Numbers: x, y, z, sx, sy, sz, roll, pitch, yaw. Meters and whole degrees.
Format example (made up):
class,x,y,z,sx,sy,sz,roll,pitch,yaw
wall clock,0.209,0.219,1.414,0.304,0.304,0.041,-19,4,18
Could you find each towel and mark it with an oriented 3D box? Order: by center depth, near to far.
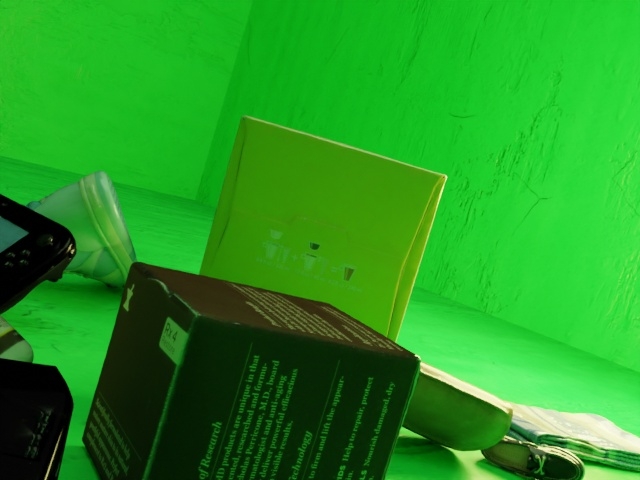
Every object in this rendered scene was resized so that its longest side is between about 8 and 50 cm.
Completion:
class,x,y,z,sx,sy,sz,roll,pitch,yaw
towel,0.371,0.287,1.322,0.285,0.034,0.209,15,4,-24

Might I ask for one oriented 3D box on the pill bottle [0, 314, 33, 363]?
class,x,y,z,sx,sy,sz,roll,pitch,yaw
pill bottle,-0.317,0.048,0.612,0.215,0.117,0.117,44,4,-2

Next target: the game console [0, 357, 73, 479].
class,x,y,z,sx,sy,sz,roll,pitch,yaw
game console,-0.321,0.114,0.441,0.361,0.044,0.213,9,25,-8

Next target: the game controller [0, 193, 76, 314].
class,x,y,z,sx,sy,sz,roll,pitch,yaw
game controller,-0.453,0.002,1.107,0.319,0.067,0.166,21,41,36

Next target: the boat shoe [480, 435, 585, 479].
class,x,y,z,sx,sy,sz,roll,pitch,yaw
boat shoe,0.254,0.265,1.053,0.125,0.046,0.038,16,3,29

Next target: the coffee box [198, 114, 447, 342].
class,x,y,z,sx,sy,sz,roll,pitch,yaw
coffee box,0.000,0.000,1.504,0.337,0.338,0.334,17,5,2

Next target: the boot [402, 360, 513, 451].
class,x,y,z,sx,sy,sz,roll,pitch,yaw
boot,0.055,0.183,1.056,0.269,0.089,0.236,28,-23,-22

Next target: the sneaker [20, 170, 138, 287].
class,x,y,z,sx,sy,sz,roll,pitch,yaw
sneaker,-0.391,0.012,1.314,0.208,0.127,0.319,-19,-21,-12

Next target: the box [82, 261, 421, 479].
class,x,y,z,sx,sy,sz,roll,pitch,yaw
box,-0.061,0.132,0.714,0.203,0.167,0.168,14,5,-28
